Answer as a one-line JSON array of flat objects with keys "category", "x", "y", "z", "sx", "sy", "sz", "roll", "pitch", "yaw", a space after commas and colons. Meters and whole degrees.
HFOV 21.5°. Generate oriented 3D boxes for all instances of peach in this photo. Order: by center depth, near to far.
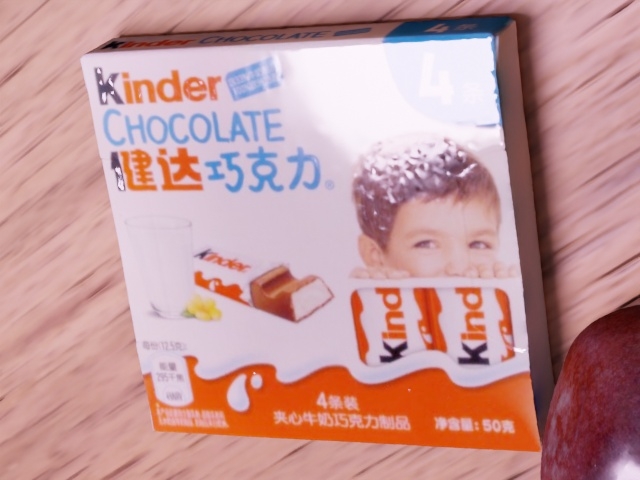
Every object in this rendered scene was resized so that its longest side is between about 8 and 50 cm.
[{"category": "peach", "x": 0.197, "y": 0.116, "z": 0.940, "sx": 0.152, "sy": 0.152, "sz": 0.152, "roll": 9, "pitch": 114, "yaw": 21}]

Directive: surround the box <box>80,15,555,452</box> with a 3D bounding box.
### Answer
[{"category": "box", "x": 0.000, "y": 0.000, "z": 1.036, "sx": 0.273, "sy": 0.048, "sz": 0.265, "roll": -1, "pitch": 110, "yaw": 25}]
